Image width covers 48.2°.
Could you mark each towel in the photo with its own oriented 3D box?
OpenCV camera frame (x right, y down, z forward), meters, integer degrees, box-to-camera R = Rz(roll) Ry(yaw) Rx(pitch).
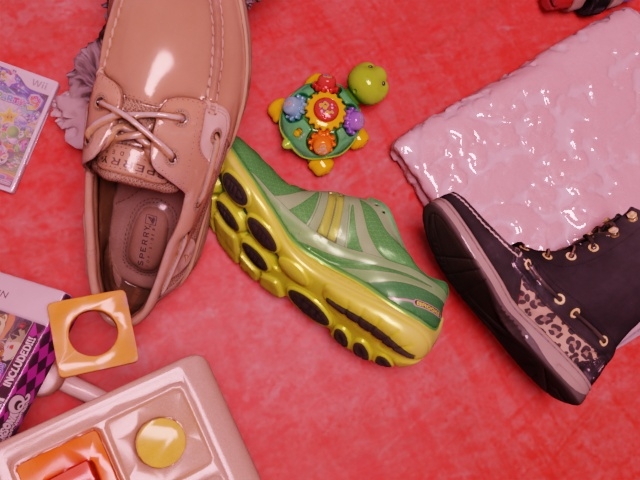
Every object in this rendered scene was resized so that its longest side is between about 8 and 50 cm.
[{"bbox_3d":[0.290,-0.053,0.776,0.332,0.053,0.316,-31,87,-13],"label":"towel"}]

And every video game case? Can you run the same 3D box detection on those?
[{"bbox_3d":[-0.323,-0.116,0.707,0.087,0.011,0.122,19,79,-6],"label":"video game case"},{"bbox_3d":[-0.342,0.123,0.594,0.210,0.042,0.232,15,66,17],"label":"video game case"}]

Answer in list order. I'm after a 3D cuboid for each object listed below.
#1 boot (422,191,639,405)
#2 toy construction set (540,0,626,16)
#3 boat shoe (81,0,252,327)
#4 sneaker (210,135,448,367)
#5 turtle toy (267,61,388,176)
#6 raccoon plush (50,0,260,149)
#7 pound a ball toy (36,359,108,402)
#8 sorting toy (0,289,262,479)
[{"bbox_3d":[0.225,0.015,0.687,0.179,0.085,0.236,-39,94,-12],"label":"boot"},{"bbox_3d":[0.263,-0.401,0.728,0.309,0.237,0.257,12,80,-6],"label":"toy construction set"},{"bbox_3d":[-0.133,-0.080,0.588,0.122,0.110,0.341,12,120,2],"label":"boat shoe"},{"bbox_3d":[0.000,0.000,0.709,0.295,0.109,0.123,42,52,2],"label":"sneaker"},{"bbox_3d":[0.013,-0.134,0.735,0.130,0.066,0.095,-38,89,-12],"label":"turtle toy"},{"bbox_3d":[-0.091,-0.308,0.722,0.216,0.299,0.446,49,117,6],"label":"raccoon plush"},{"bbox_3d":[-0.167,0.249,0.615,0.319,0.136,0.208,29,78,-4],"label":"pound a ball toy"},{"bbox_3d":[-0.139,0.201,0.541,0.196,0.047,0.347,-23,82,-23],"label":"sorting toy"}]
